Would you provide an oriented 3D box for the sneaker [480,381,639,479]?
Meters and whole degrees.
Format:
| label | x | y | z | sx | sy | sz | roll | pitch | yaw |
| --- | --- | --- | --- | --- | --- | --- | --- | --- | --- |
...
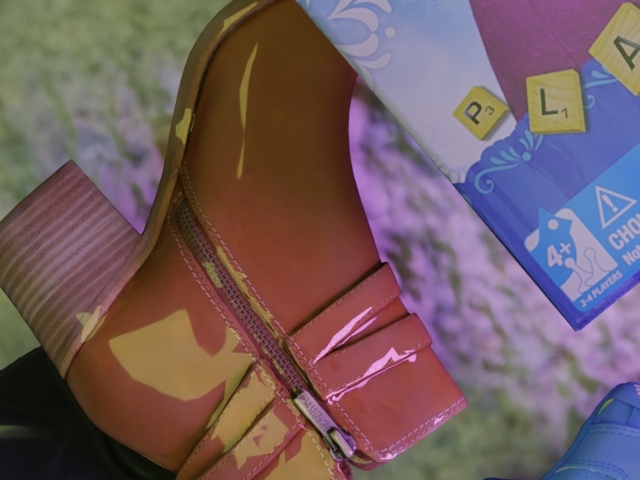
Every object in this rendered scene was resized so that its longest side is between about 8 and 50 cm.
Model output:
| label | x | y | z | sx | sy | sz | roll | pitch | yaw |
| --- | --- | --- | --- | --- | --- | --- | --- | --- | --- |
| sneaker | 0.093 | 0.155 | 0.657 | 0.126 | 0.091 | 0.240 | 36 | 106 | 25 |

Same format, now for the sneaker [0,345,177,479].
| label | x | y | z | sx | sy | sz | roll | pitch | yaw |
| --- | --- | --- | --- | --- | --- | --- | --- | --- | --- |
| sneaker | -0.097 | 0.106 | 0.688 | 0.228 | 0.130 | 0.087 | -27 | 62 | -12 |

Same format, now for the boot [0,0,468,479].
| label | x | y | z | sx | sy | sz | roll | pitch | yaw |
| --- | --- | --- | --- | --- | --- | --- | --- | --- | --- |
| boot | 0.000 | 0.000 | 0.630 | 0.197 | 0.073 | 0.152 | -44 | 83 | -1 |

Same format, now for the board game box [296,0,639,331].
| label | x | y | z | sx | sy | sz | roll | pitch | yaw |
| --- | --- | --- | --- | --- | --- | --- | --- | --- | --- |
| board game box | 0.096 | -0.194 | 0.531 | 0.319 | 0.066 | 0.318 | -41 | 88 | 16 |
